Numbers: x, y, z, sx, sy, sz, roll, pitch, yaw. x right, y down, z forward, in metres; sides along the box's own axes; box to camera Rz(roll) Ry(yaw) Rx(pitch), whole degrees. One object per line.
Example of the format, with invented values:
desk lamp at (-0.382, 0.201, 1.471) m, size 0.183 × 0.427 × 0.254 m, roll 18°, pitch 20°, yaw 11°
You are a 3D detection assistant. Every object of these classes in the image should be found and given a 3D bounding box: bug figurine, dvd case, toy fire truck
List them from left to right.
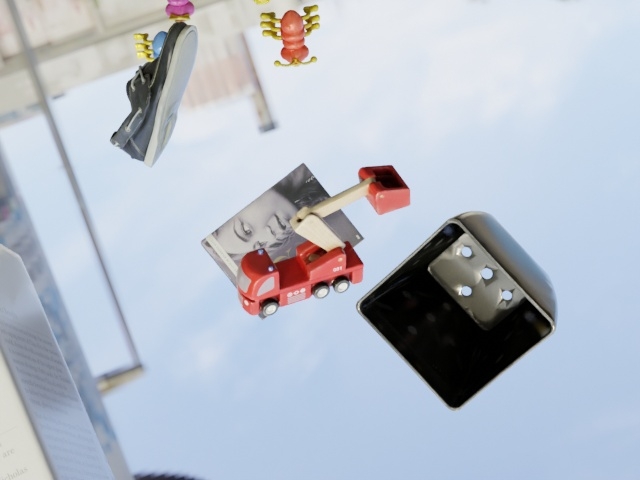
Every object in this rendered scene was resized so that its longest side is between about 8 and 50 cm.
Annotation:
bug figurine at (-0.140, -0.321, 2.221) m, size 0.279 × 0.216 × 0.072 m, roll -10°, pitch -142°, yaw 0°
dvd case at (-0.062, 0.000, 2.518) m, size 0.221 × 0.164 × 0.018 m, roll -38°, pitch 179°, yaw -14°
toy fire truck at (0.000, 0.000, 1.653) m, size 0.192 × 0.135 × 0.047 m, roll -16°, pitch -134°, yaw -18°

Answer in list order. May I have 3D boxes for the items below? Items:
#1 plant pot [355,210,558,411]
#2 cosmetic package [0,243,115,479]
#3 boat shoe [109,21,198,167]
plant pot at (0.192, 0.068, 1.950) m, size 0.188 × 0.187 × 0.167 m, roll -44°, pitch 180°, yaw 29°
cosmetic package at (-0.343, 0.219, 1.621) m, size 0.162 × 0.453 × 0.230 m, roll -26°, pitch 164°, yaw 3°
boat shoe at (-0.223, -0.199, 2.032) m, size 0.079 × 0.233 × 0.084 m, roll 30°, pitch -138°, yaw 5°
